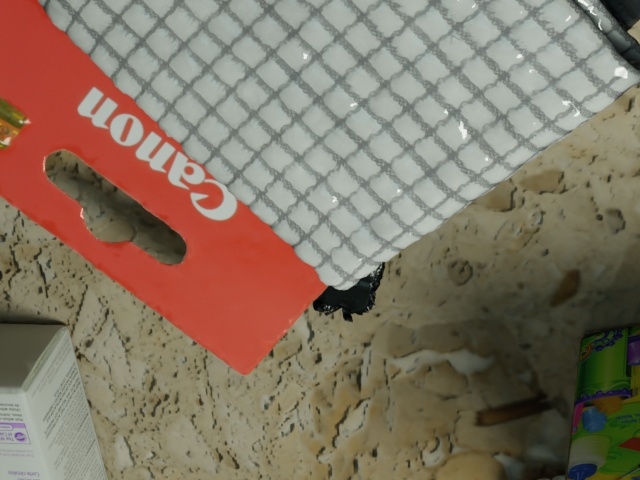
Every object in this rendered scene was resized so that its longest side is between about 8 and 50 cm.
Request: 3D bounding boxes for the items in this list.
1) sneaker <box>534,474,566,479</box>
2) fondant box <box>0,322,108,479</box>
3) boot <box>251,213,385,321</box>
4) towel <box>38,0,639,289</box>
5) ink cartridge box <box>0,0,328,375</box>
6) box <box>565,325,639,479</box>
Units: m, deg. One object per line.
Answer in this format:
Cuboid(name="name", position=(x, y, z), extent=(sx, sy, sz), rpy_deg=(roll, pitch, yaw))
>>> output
Cuboid(name="sneaker", position=(0.219, 0.247, 1.085), extent=(0.170, 0.071, 0.068), rpy_deg=(36, 124, -9))
Cuboid(name="fondant box", position=(-0.308, 0.226, 1.200), extent=(0.238, 0.096, 0.330), rpy_deg=(1, 121, 14))
Cuboid(name="boot", position=(0.000, 0.000, 1.001), extent=(0.099, 0.045, 0.121), rpy_deg=(14, 127, 5))
Cuboid(name="towel", position=(0.009, -0.145, 0.729), extent=(0.284, 0.121, 0.235), rpy_deg=(43, 125, -12))
Cuboid(name="ink cartridge box", position=(-0.054, -0.108, 0.879), extent=(0.308, 0.091, 0.385), rpy_deg=(38, 112, -11))
Cuboid(name="box", position=(0.318, 0.188, 0.895), extent=(0.290, 0.279, 0.177), rpy_deg=(-9, 119, 21))
